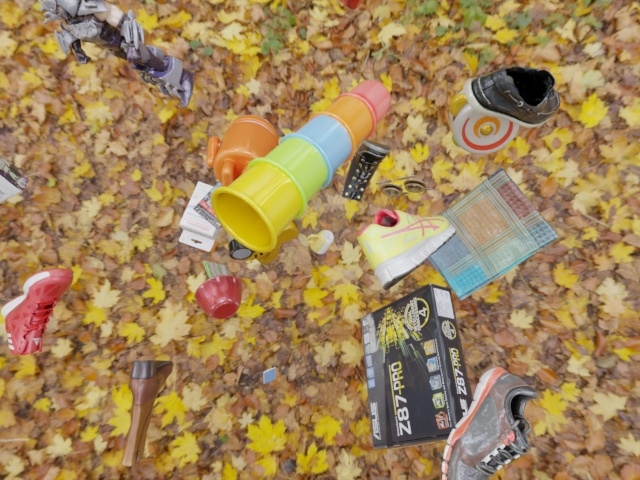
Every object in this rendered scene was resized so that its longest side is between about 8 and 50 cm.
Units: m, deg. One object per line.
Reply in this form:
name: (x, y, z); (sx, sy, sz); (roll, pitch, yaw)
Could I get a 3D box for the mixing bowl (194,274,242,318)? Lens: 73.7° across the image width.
mixing bowl: (-0.364, 0.225, 1.581); (0.181, 0.181, 0.098); (-34, 50, 0)

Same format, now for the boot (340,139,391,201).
boot: (0.127, -0.198, 1.242); (0.085, 0.236, 0.178); (19, 100, -7)

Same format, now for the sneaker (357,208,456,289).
sneaker: (0.121, -0.012, 0.602); (0.094, 0.208, 0.081); (51, 123, 10)

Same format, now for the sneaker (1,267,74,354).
sneaker: (-0.563, 0.154, 0.869); (0.221, 0.087, 0.128); (-36, 67, 28)

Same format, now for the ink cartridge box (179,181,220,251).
ink cartridge box: (-0.377, -0.076, 1.389); (0.115, 0.067, 0.198); (19, 74, -1)

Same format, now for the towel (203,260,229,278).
towel: (-0.397, 0.136, 1.682); (0.023, 0.152, 0.113); (-31, 72, 8)

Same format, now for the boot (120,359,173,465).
boot: (-0.513, 0.506, 1.287); (0.096, 0.264, 0.280); (3, 75, -11)

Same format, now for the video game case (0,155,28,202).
video game case: (-0.650, -0.113, 0.685); (0.232, 0.210, 0.042); (-25, 42, 9)

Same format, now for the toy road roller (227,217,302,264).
toy road roller: (-0.214, -0.036, 1.709); (0.330, 0.240, 0.202); (-24, 58, 11)

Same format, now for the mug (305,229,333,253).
mug: (0.003, 0.002, 1.288); (0.078, 0.064, 0.062); (-27, 78, -42)

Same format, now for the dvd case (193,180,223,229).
dvd case: (-0.266, -0.100, 1.140); (0.119, 0.013, 0.087); (-47, 115, 2)

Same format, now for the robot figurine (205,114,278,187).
robot figurine: (-0.165, -0.194, 0.954); (0.158, 0.128, 0.219); (-20, 41, 28)

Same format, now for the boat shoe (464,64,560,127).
boat shoe: (0.500, -0.360, 1.028); (0.340, 0.113, 0.127); (0, 74, -31)

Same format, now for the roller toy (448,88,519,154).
roller toy: (0.493, -0.369, 1.295); (0.191, 0.209, 0.146); (-9, 42, 17)

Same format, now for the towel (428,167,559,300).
towel: (0.502, -0.009, 1.353); (0.370, 0.040, 0.271); (-44, 74, 35)

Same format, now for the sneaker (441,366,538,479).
sneaker: (0.185, 0.216, 0.458); (0.061, 0.065, 0.158); (33, 77, -34)

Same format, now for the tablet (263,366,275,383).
tablet: (-0.212, 0.562, 1.777); (0.054, 0.083, 0.006); (-16, 42, -26)

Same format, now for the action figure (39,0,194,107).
action figure: (-0.349, -0.340, 0.746); (0.185, 0.285, 0.099); (19, 91, 26)

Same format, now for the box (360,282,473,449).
box: (0.259, 0.360, 1.206); (0.097, 0.318, 0.395); (15, 56, -28)

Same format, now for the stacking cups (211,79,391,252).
stacking cups: (0.000, -0.122, 0.563); (0.096, 0.096, 0.316); (38, 60, 6)

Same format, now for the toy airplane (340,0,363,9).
toy airplane: (0.092, -0.556, 0.551); (0.272, 0.386, 0.384); (17, 47, -7)

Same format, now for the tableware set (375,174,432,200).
tableware set: (0.316, -0.194, 1.644); (0.128, 0.194, 0.039); (25, 71, -38)
